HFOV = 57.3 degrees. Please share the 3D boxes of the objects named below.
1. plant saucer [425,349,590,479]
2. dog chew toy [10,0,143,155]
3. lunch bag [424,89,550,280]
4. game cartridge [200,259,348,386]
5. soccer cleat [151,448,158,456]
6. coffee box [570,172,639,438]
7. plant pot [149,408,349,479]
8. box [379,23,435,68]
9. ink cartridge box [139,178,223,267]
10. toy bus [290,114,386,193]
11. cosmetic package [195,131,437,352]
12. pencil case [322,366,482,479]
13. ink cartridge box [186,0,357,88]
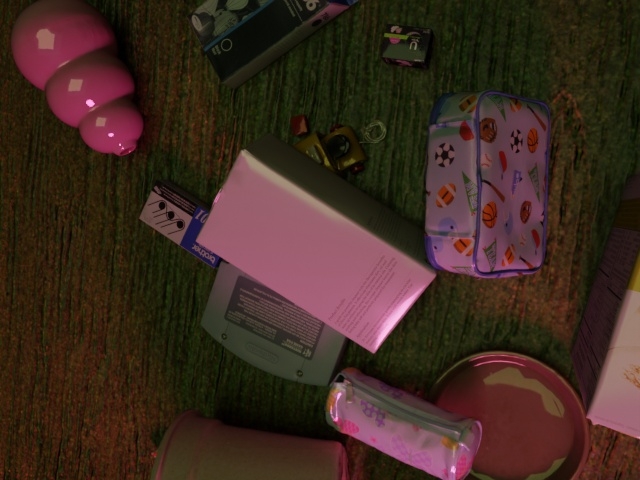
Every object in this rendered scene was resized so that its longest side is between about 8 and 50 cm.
[{"bbox_3d":[0.323,0.327,1.033,0.278,0.041,0.277,1,92,18],"label":"plant saucer"},{"bbox_3d":[-0.482,-0.327,1.208,0.207,0.206,0.331,-31,90,18],"label":"dog chew toy"},{"bbox_3d":[0.276,-0.081,0.941,0.115,0.243,0.303,8,97,48],"label":"lunch bag"},{"bbox_3d":[-0.087,0.159,1.162,0.297,0.062,0.198,23,103,17],"label":"game cartridge"},{"bbox_3d":[-0.330,0.445,1.270,0.083,0.029,0.035,-20,77,15],"label":"soccer cleat"},{"bbox_3d":[0.562,0.101,0.784,0.338,0.338,0.334,16,98,18],"label":"coffee box"},{"bbox_3d":[-0.106,0.480,1.065,0.306,0.334,0.333,-2,91,7],"label":"plant pot"},{"bbox_3d":[0.157,-0.350,1.058,0.083,0.052,0.062,13,96,17],"label":"box"},{"bbox_3d":[-0.271,-0.038,1.220,0.207,0.046,0.097,32,103,15],"label":"ink cartridge box"},{"bbox_3d":[0.000,-0.151,1.092,0.191,0.104,0.202,18,98,17],"label":"toy bus"},{"bbox_3d":[0.000,0.000,1.008,0.366,0.155,0.197,34,116,0],"label":"cosmetic package"},{"bbox_3d":[0.140,0.315,1.022,0.273,0.113,0.124,17,127,33],"label":"pencil case"},{"bbox_3d":[-0.087,-0.456,1.133,0.333,0.065,0.165,-31,82,17],"label":"ink cartridge box"}]
